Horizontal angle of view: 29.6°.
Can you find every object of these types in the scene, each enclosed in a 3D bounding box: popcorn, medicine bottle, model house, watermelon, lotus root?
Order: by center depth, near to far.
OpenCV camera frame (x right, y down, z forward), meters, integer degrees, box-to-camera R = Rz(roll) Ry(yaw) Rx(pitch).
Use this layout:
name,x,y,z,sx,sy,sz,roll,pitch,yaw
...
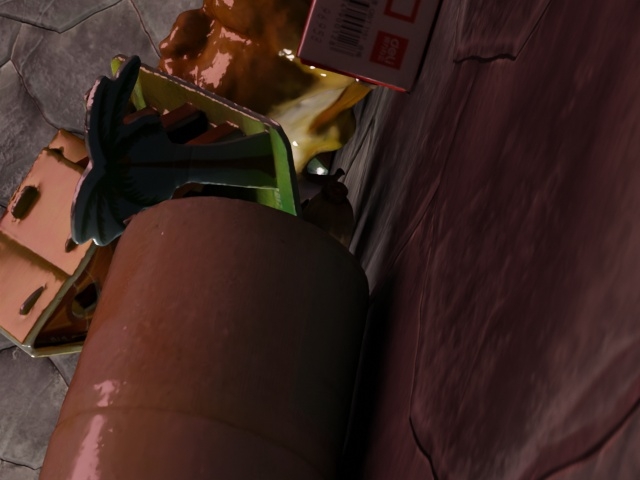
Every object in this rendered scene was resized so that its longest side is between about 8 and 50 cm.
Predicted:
name,x,y,z,sx,sy,sz,roll,pitch,yaw
medicine bottle,-0.103,0.190,0.975,0.235,0.236,0.406,116,169,-56
model house,-0.233,-0.060,1.214,0.324,0.300,0.340,-35,-47,-30
lotus root,0.000,0.000,1.322,0.073,0.062,0.150,-73,3,-49
popcorn,-0.064,-0.206,1.469,0.316,0.297,0.281,-49,64,30
watermelon,-0.012,-0.121,1.738,0.092,0.084,0.072,24,75,47

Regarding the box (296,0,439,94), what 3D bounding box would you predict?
name,x,y,z,sx,sy,sz,roll,pitch,yaw
box,0.064,-0.270,1.191,0.050,0.123,0.229,-91,17,-83

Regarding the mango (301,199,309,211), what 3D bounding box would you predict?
name,x,y,z,sx,sy,sz,roll,pitch,yaw
mango,-0.091,-0.015,1.760,0.289,0.129,0.146,-64,-1,-55
